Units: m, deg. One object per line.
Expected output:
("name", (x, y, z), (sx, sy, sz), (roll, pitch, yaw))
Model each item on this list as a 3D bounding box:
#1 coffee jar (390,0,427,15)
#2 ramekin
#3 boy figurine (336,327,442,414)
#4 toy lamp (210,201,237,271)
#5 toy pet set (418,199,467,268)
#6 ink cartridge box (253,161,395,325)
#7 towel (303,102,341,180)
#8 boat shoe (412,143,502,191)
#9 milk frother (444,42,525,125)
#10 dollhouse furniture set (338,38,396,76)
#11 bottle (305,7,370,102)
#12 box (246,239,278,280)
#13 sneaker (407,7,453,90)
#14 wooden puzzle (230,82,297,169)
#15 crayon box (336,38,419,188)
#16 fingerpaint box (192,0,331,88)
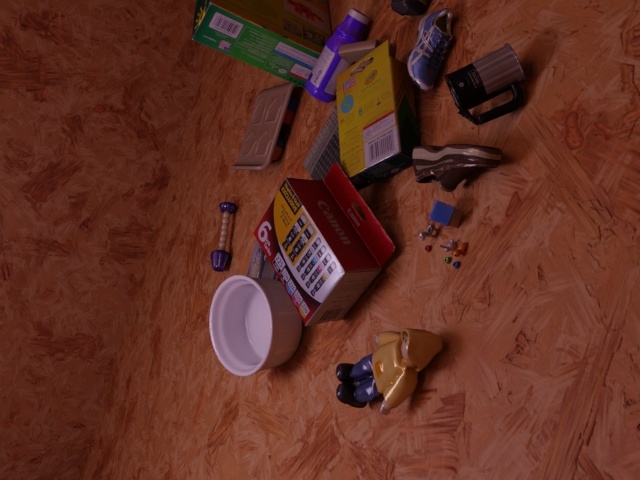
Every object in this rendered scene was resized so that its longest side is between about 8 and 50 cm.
("coffee jar", (0.256, -0.682, 1.639), (0.096, 0.079, 0.185), (35, 104, 58))
("ramekin", (-0.178, 0.234, 1.757), (0.277, 0.135, 0.277), (-2, 87, 45))
("boy figurine", (0.141, 0.265, 1.287), (0.285, 0.092, 0.177), (-42, 37, 49))
("toy lamp", (-0.374, -0.013, 2.402), (0.080, 0.080, 0.275), (-34, 45, 50))
("toy pet set", (0.246, -0.019, 1.284), (0.122, 0.065, 0.114), (35, 105, 61))
("ink cartridge box", (0.000, 0.000, 1.532), (0.309, 0.130, 0.272), (57, 130, 30))
("towel", (0.078, -0.272, 1.771), (0.324, 0.056, 0.312), (-57, 34, 22))
("boat shoe", (0.279, -0.147, 1.291), (0.257, 0.095, 0.095), (-162, 76, -68))
("milk frother", (0.335, -0.308, 1.269), (0.134, 0.129, 0.143), (-25, 11, 11))
("dollhouse furniture set", (0.134, -0.524, 1.680), (0.144, 0.151, 0.123), (3, 75, 36))
("bottle", (0.055, -0.570, 1.926), (0.283, 0.092, 0.118), (-60, 31, 23))
("box", (-0.182, 0.105, 1.970), (0.183, 0.056, 0.231), (-163, 88, -70))
("sneaker", (0.265, -0.460, 1.492), (0.081, 0.080, 0.211), (-14, 63, 62))
("wooden puzzle", (-0.194, -0.411, 2.317), (0.322, 0.080, 0.348), (14, 82, 62))
("crayon box", (0.139, -0.313, 1.568), (0.202, 0.081, 0.319), (-23, 62, 45))
("fingerpaint box", (-0.190, -0.752, 2.102), (0.163, 0.444, 0.371), (-45, 39, 43))
